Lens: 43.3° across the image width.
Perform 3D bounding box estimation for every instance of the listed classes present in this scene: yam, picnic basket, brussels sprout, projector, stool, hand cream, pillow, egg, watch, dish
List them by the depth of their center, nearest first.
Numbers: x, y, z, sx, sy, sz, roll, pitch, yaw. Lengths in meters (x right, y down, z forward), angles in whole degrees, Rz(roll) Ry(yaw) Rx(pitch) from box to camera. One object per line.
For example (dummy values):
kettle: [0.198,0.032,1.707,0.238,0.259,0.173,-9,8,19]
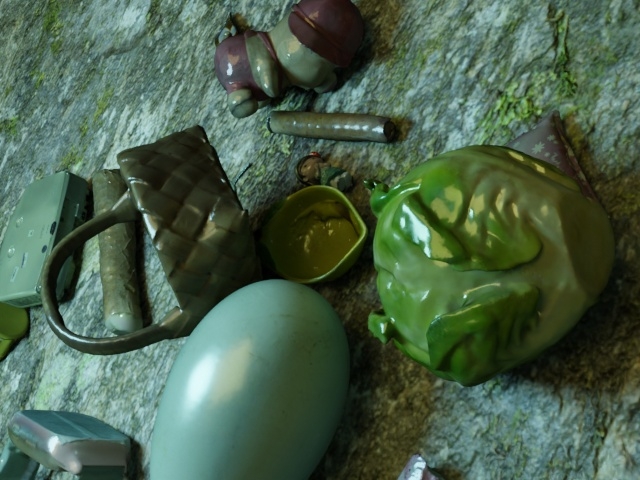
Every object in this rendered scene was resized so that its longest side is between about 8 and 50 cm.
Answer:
brussels sprout: [0.174,0.026,0.921,0.295,0.227,0.259,-15,91,35]
pillow: [0.280,-0.073,1.019,0.118,0.043,0.185,-31,52,22]
egg: [-0.096,0.227,1.058,0.230,0.230,0.370,27,93,44]
picnic basket: [-0.257,0.034,1.183,0.337,0.337,0.293,-45,47,14]
dish: [0.000,0.000,1.192,0.208,0.080,0.148,1,74,39]
yam: [0.014,-0.183,1.292,0.264,0.046,0.046,12,77,42]
watch: [-0.447,0.411,1.320,0.253,0.162,0.241,11,84,44]
yam: [-0.377,0.015,1.498,0.081,0.081,0.356,-32,52,24]
hand cream: [-0.172,-0.380,1.550,0.062,0.039,0.163,-55,42,27]
stool: [-0.673,0.175,1.644,0.110,0.135,0.134,-33,7,27]
projector: [-0.572,0.003,1.657,0.194,0.088,0.269,-11,62,37]

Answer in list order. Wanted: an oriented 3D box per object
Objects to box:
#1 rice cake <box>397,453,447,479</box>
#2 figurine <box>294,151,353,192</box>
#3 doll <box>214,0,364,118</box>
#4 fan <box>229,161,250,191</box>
rice cake: [0.072,0.395,0.958,0.081,0.051,0.290,30,90,44]
figurine: [0.006,-0.106,1.261,0.106,0.047,0.060,26,65,41]
doll: [-0.044,-0.304,1.326,0.256,0.152,0.196,-28,43,13]
fan: [-0.167,-0.088,1.423,0.133,0.005,0.085,-48,46,12]
